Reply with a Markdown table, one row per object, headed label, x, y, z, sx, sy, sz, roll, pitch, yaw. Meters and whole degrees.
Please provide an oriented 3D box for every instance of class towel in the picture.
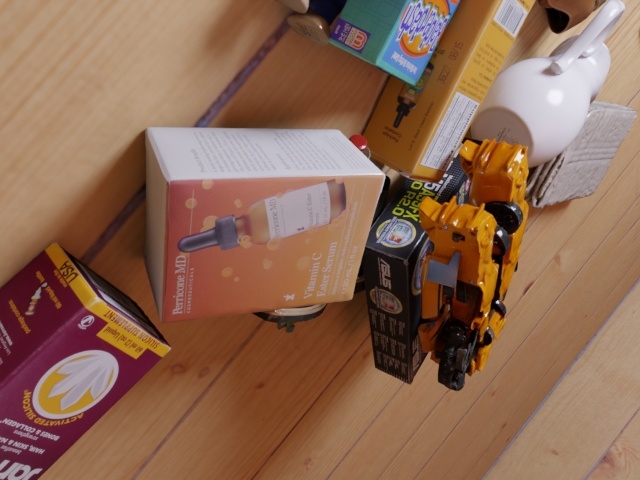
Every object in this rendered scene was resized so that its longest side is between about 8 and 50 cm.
| label | x | y | z | sx | sy | sz | roll | pitch | yaw |
| --- | --- | --- | --- | --- | --- | --- | --- | --- | --- |
| towel | 0.463 | -0.154 | 1.015 | 0.282 | 0.049 | 0.187 | -10 | 129 | -45 |

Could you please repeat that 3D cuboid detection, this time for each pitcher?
| label | x | y | z | sx | sy | sz | roll | pitch | yaw |
| --- | --- | --- | --- | --- | --- | --- | --- | --- | --- |
| pitcher | 0.287 | -0.193 | 0.707 | 0.207 | 0.125 | 0.177 | -39 | 157 | -28 |

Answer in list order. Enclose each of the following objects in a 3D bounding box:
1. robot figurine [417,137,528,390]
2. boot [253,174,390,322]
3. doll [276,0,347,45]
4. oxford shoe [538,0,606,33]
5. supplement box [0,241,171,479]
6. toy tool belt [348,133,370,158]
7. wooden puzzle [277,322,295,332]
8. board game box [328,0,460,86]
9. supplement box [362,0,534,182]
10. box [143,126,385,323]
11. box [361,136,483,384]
| label | x | y | z | sx | sy | sz | roll | pitch | yaw |
| --- | --- | --- | --- | --- | --- | --- | --- | --- | --- |
| robot figurine | 0.174 | 0.040 | 0.657 | 0.211 | 0.085 | 0.290 | -50 | 147 | -34 |
| boot | 0.000 | 0.000 | 0.614 | 0.198 | 0.077 | 0.136 | -23 | 132 | -54 |
| doll | 0.035 | -0.249 | 0.450 | 0.188 | 0.046 | 0.129 | -56 | 146 | -4 |
| oxford shoe | 0.281 | -0.312 | 0.652 | 0.076 | 0.076 | 0.212 | -46 | 145 | 7 |
| supplement box | -0.226 | 0.109 | 0.433 | 0.188 | 0.081 | 0.104 | -45 | 144 | -10 |
| toy tool belt | 0.004 | -0.077 | 0.570 | 0.083 | 0.052 | 0.051 | -26 | 168 | -28 |
| wooden puzzle | -0.030 | 0.082 | 0.696 | 0.049 | 0.006 | 0.083 | -24 | 136 | -35 |
| board game box | 0.096 | -0.240 | 0.472 | 0.210 | 0.047 | 0.160 | -62 | 167 | 18 |
| supplement box | 0.133 | -0.180 | 0.593 | 0.080 | 0.078 | 0.233 | 5 | 117 | -53 |
| box | -0.053 | -0.017 | 0.473 | 0.171 | 0.091 | 0.130 | -5 | 126 | -25 |
| box | 0.138 | 0.030 | 0.745 | 0.216 | 0.060 | 0.270 | -52 | 149 | -32 |
